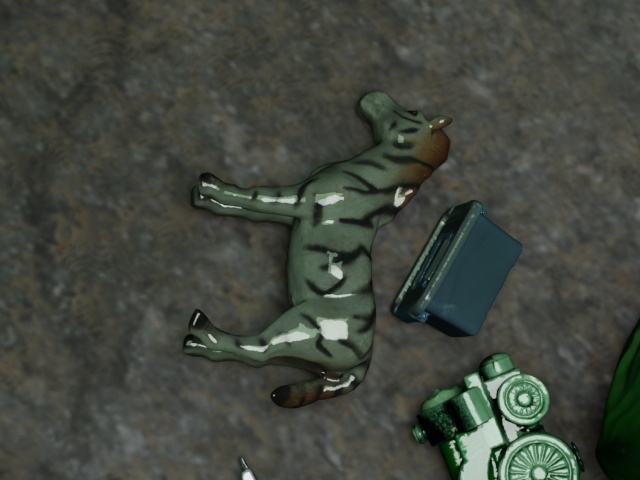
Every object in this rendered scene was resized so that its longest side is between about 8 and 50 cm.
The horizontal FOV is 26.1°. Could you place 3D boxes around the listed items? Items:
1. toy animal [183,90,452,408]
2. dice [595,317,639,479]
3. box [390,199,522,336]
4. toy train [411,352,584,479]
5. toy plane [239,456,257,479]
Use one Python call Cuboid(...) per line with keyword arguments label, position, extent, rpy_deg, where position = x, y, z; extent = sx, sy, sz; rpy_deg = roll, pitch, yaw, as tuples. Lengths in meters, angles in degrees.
Cuboid(label="toy animal", position=(-0.015, -0.009, 1.015), extent=(0.170, 0.090, 0.255), rpy_deg=(22, 81, -3))
Cuboid(label="dice", position=(0.380, 0.097, 0.912), extent=(0.287, 0.300, 0.297), rpy_deg=(34, 77, 0))
Cuboid(label="box", position=(0.103, 0.025, 1.024), extent=(0.054, 0.074, 0.099), rpy_deg=(33, 78, -11))
Cuboid(label="toy train", position=(0.137, 0.174, 0.997), extent=(0.104, 0.071, 0.178), rpy_deg=(-22, 82, 3))
Cuboid(label="toy plane", position=(-0.147, 0.264, 0.942), extent=(0.273, 0.107, 0.182), rpy_deg=(-11, 85, -10))
